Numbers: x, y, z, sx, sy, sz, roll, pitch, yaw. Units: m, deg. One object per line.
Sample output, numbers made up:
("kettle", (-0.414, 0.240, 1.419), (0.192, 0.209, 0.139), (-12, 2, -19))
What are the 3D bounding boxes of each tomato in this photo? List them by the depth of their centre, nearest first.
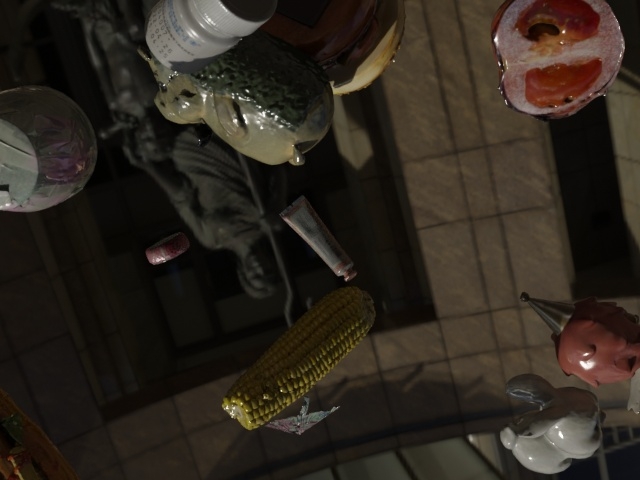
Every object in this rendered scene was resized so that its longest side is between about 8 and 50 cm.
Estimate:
("tomato", (0.370, -0.315, 1.309), (0.199, 0.227, 0.112), (-7, -144, 9))

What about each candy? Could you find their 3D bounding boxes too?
("candy", (-0.352, 0.017, 1.894), (0.103, 0.043, 0.103), (-24, -168, 6))

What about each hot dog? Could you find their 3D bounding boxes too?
("hot dog", (-0.340, 0.255, 0.908), (0.104, 0.250, 0.076), (-37, 164, -15))

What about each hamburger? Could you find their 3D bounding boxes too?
("hamburger", (0.021, -0.433, 1.606), (0.291, 0.290, 0.225), (-4, 164, 33))

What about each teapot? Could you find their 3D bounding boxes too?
("teapot", (-0.418, -0.104, 1.059), (0.222, 0.163, 0.178), (-17, -168, 8))

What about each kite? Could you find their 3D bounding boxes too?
("kite", (-0.032, 0.310, 1.449), (0.139, 0.156, 0.011), (-12, -125, -17))

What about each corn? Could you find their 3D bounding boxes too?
("corn", (-0.018, 0.124, 0.898), (0.206, 0.067, 0.067), (-40, -154, -23))

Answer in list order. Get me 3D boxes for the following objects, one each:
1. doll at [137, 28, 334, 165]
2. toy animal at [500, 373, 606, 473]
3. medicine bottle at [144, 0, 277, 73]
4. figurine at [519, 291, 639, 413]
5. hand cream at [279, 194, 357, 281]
("doll", (-0.149, -0.270, 1.460), (0.247, 0.350, 0.247), (-52, -172, 10))
("toy animal", (0.420, 0.341, 1.516), (0.179, 0.193, 0.127), (5, -127, 1))
("medicine bottle", (-0.142, -0.287, 1.042), (0.105, 0.105, 0.168), (-31, -173, -41))
("figurine", (0.531, 0.189, 1.458), (0.387, 0.207, 0.166), (20, -146, 10))
("hand cream", (0.000, 0.000, 1.750), (0.067, 0.209, 0.043), (-40, 164, 4))
